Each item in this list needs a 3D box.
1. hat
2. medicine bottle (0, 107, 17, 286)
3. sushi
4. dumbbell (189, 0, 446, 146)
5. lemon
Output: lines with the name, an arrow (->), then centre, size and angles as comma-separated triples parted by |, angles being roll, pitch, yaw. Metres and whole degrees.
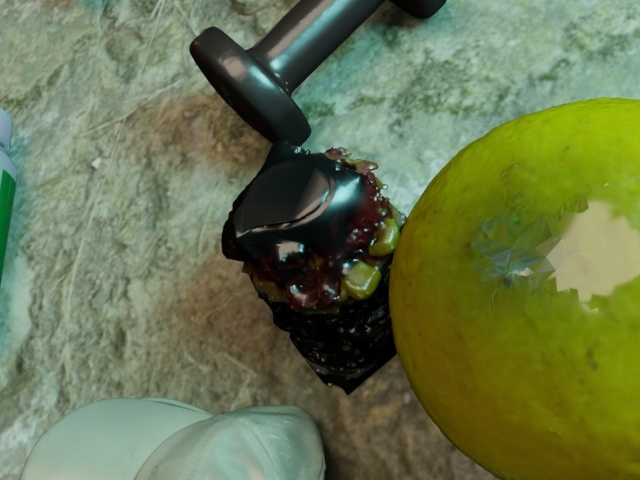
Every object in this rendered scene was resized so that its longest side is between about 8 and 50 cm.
hat -> -0.125, 0.200, 0.952 | 0.226, 0.164, 0.220 | 20, 70, -4
medicine bottle -> -0.355, -0.013, 1.209 | 0.095, 0.095, 0.260 | -9, 60, 21
sushi -> 0.000, 0.000, 1.002 | 0.153, 0.150, 0.172 | -40, 55, 1
dumbbell -> 0.000, -0.199, 1.115 | 0.225, 0.140, 0.124 | -44, 65, -4
lemon -> 0.196, 0.043, 0.814 | 0.297, 0.297, 0.297 | -11, 60, 20
